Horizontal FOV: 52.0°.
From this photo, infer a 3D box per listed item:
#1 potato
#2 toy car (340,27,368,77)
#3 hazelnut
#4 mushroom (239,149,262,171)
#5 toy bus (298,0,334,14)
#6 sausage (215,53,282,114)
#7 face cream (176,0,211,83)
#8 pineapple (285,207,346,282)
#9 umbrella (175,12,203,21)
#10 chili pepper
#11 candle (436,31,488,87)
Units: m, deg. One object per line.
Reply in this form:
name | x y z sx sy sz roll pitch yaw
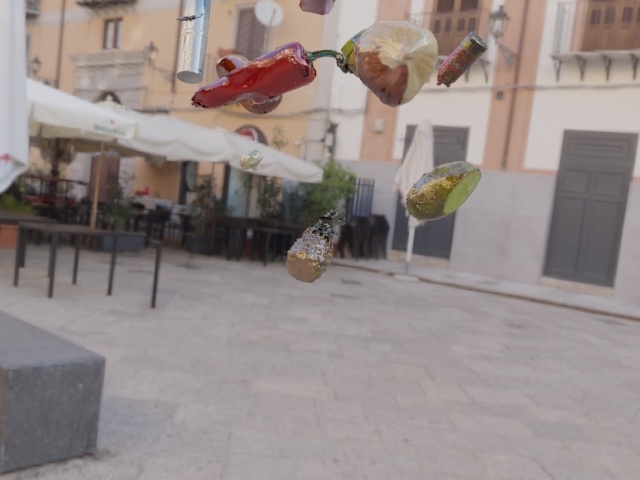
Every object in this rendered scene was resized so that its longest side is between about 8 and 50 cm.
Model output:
potato | 0.429 -0.176 2.306 0.298 0.176 0.141 -37 -29 32
toy car | 0.177 -0.717 2.584 0.200 0.142 0.248 -36 -10 6
hazelnut | 0.234 -0.547 1.995 0.261 0.261 0.241 6 -2 2
mushroom | -0.227 -0.265 2.173 0.084 0.067 0.083 -34 16 11
toy bus | 0.008 -0.990 2.416 0.128 0.302 0.147 19 44 4
sausage | -0.196 -0.422 1.778 0.097 0.094 0.348 -20 40 -16
face cream | -0.356 -0.571 1.848 0.077 0.250 0.077 3 -15 1
pineapple | 0.000 0.000 2.211 0.141 0.170 0.310 24 45 9
umbrella | -0.320 -0.534 1.575 0.122 0.022 0.013 12 -35 46
chili pepper | -0.129 -0.378 1.520 0.388 0.110 0.110 -18 0 12
candle | 0.289 -0.374 1.378 0.052 0.052 0.131 2 -36 -45
